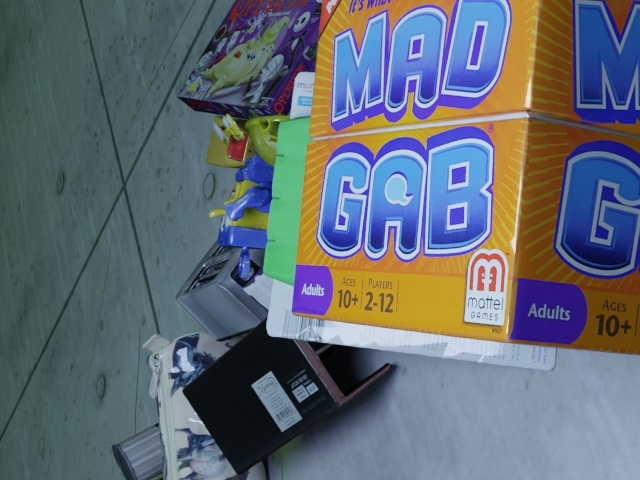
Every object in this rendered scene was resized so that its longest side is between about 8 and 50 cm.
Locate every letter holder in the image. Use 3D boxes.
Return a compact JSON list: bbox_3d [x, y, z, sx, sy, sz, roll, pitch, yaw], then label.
[{"bbox_3d":[-0.019,0.175,1.878,0.152,0.214,0.302,55,140,6],"label":"letter holder"}]

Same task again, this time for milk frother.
[{"bbox_3d":[-0.254,0.373,2.234,0.143,0.134,0.129,3,117,63],"label":"milk frother"}]

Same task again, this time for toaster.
[{"bbox_3d":[-0.112,0.056,2.014,0.185,0.110,0.168,-22,28,54],"label":"toaster"}]

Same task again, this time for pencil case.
[{"bbox_3d":[-0.178,0.345,2.060,0.160,0.183,0.411,-42,50,49],"label":"pencil case"}]

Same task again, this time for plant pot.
[{"bbox_3d":[-0.127,-0.154,2.188,0.083,0.081,0.082,21,102,48],"label":"plant pot"}]

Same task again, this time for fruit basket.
[{"bbox_3d":[0.119,-0.029,1.571,0.165,0.352,0.327,10,-95,-77],"label":"fruit basket"}]

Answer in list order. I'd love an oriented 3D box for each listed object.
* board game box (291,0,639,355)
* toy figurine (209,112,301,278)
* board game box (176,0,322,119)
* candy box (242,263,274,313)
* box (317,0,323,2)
[{"bbox_3d":[0.224,-0.079,1.261,0.356,0.356,0.357,1,85,60],"label":"board game box"},{"bbox_3d":[-0.060,-0.048,1.833,0.362,0.191,0.217,-179,102,-75],"label":"toy figurine"},{"bbox_3d":[-0.085,-0.279,1.976,0.208,0.056,0.347,-56,27,-10],"label":"board game box"},{"bbox_3d":[0.000,0.000,1.844,0.196,0.070,0.165,-43,6,48],"label":"candy box"},{"bbox_3d":[0.122,-0.432,1.733,0.300,0.154,0.142,-41,48,52],"label":"box"}]
